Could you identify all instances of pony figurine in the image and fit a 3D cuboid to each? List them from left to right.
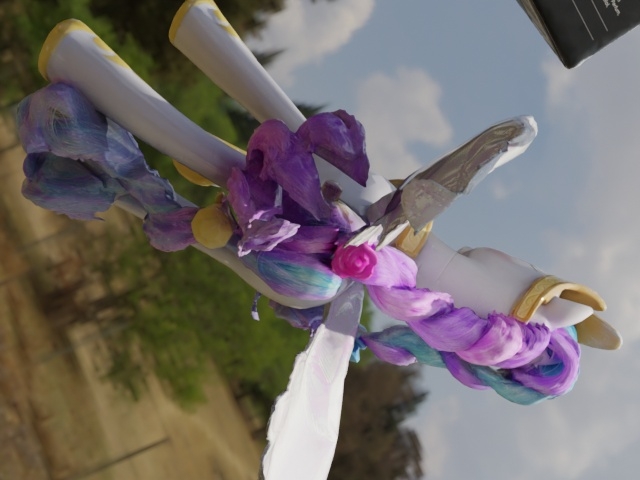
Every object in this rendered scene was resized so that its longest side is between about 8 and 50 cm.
[{"bbox_3d":[0.000,0.000,0.920,0.363,0.303,0.351,33,21,10],"label":"pony figurine"}]

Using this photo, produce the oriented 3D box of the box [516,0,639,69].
[{"bbox_3d":[0.133,-0.246,0.771,0.261,0.184,0.103,54,9,-35],"label":"box"}]
